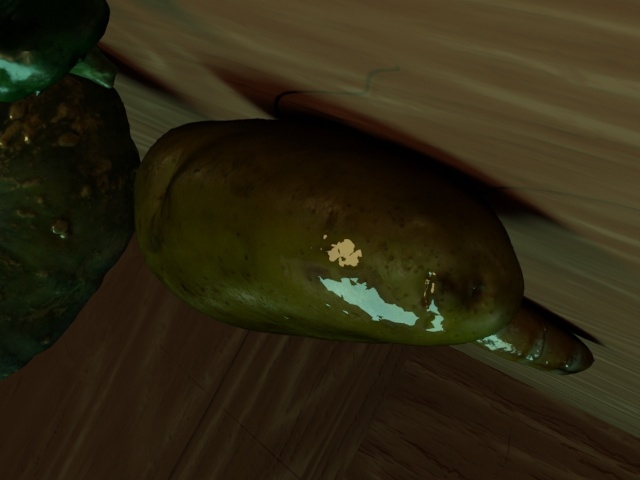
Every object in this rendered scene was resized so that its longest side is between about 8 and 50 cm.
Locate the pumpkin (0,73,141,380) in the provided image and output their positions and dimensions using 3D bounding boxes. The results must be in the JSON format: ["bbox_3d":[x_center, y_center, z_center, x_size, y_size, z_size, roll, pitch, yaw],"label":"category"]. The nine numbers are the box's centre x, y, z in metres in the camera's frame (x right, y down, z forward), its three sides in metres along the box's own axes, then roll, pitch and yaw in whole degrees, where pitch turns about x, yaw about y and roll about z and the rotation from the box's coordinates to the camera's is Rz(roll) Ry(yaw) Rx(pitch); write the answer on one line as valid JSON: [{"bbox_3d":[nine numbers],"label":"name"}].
[{"bbox_3d":[-0.309,-0.042,1.630,0.291,0.328,0.257,47,-175,-5],"label":"pumpkin"}]

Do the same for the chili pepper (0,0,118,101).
[{"bbox_3d":[-0.223,-0.162,1.031,0.270,0.099,0.136,30,149,-33],"label":"chili pepper"}]

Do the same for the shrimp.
[{"bbox_3d":[0.141,0.056,1.791,0.287,0.063,0.152,28,-172,-7],"label":"shrimp"}]

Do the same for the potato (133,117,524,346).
[{"bbox_3d":[0.000,0.000,1.234,0.195,0.176,0.369,60,160,-22],"label":"potato"}]
